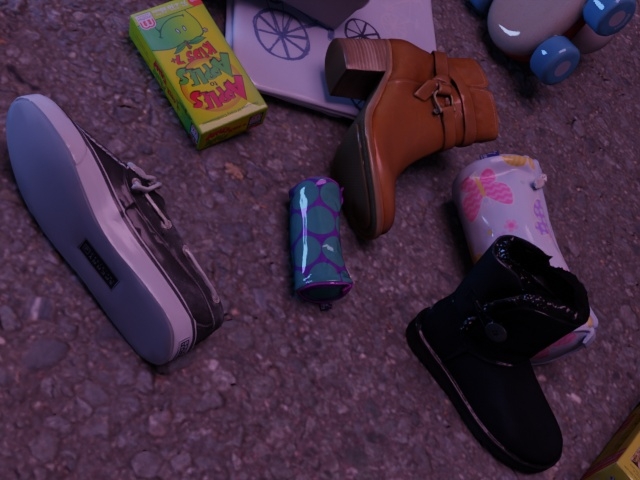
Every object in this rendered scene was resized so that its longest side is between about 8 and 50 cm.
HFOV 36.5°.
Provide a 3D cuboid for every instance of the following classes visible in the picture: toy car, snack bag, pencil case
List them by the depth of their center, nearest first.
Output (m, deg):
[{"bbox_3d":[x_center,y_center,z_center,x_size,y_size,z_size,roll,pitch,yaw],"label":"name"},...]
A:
[{"bbox_3d":[0.000,0.000,1.138,0.070,0.064,0.152,2,58,-12],"label":"pencil case"},{"bbox_3d":[0.257,0.022,1.244,0.124,0.113,0.273,-12,63,-1],"label":"pencil case"},{"bbox_3d":[0.027,-0.295,1.374,0.342,0.037,0.323,13,55,-23],"label":"snack bag"},{"bbox_3d":[0.399,-0.354,1.574,0.238,0.210,0.219,23,29,-53],"label":"toy car"}]

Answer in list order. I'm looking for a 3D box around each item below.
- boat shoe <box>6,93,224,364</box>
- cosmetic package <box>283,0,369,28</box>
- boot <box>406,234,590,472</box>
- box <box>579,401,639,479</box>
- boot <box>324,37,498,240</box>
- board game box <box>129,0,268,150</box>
[{"bbox_3d":[-0.205,-0.024,1.001,0.306,0.113,0.105,52,42,6],"label":"boat shoe"},{"bbox_3d":[-0.031,-0.385,1.255,0.238,0.127,0.107,18,50,-42],"label":"cosmetic package"},{"bbox_3d":[0.231,0.132,1.094,0.246,0.207,0.094,50,48,6],"label":"boot"},{"bbox_3d":[0.409,0.246,1.208,0.058,0.087,0.232,48,49,8],"label":"box"},{"bbox_3d":[0.126,-0.131,1.255,0.220,0.109,0.284,3,62,-23],"label":"boot"},{"bbox_3d":[-0.150,-0.208,1.186,0.092,0.043,0.181,-26,74,-23],"label":"board game box"}]
